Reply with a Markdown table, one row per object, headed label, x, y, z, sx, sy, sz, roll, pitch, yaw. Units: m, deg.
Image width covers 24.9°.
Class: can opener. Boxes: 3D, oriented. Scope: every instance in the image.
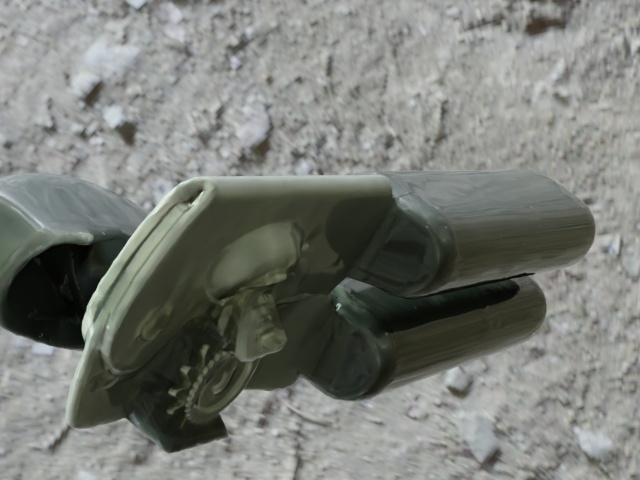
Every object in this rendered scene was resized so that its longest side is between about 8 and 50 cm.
| label | x | y | z | sx | sy | sz | roll | pitch | yaw |
| --- | --- | --- | --- | --- | --- | --- | --- | --- | --- |
| can opener | 0.000 | 0.000 | 0.467 | 0.095 | 0.283 | 0.076 | 36 | 108 | 21 |
